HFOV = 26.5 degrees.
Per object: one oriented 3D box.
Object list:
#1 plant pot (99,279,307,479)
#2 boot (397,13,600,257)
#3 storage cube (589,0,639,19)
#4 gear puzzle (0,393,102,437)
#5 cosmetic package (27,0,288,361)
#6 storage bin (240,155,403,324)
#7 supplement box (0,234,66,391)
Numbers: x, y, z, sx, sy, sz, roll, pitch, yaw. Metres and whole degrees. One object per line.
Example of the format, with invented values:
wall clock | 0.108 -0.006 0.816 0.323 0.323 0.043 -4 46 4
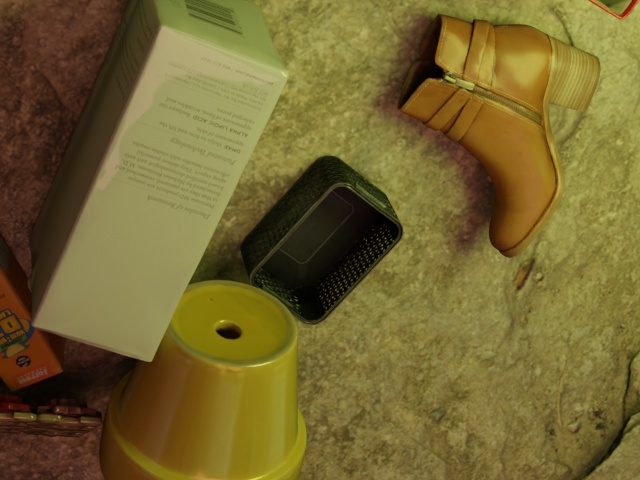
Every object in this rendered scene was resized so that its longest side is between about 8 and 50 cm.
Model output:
plant pot | -0.130 0.189 1.655 0.254 0.254 0.239 4 126 -14
boot | 0.197 -0.127 1.654 0.220 0.109 0.283 12 113 -20
storage cube | 0.280 -0.388 1.484 0.215 0.193 0.183 26 110 -23
gear puzzle | -0.448 0.205 1.689 0.339 0.175 0.044 7 75 -18
cosmetic package | -0.195 -0.085 1.535 0.156 0.217 0.385 17 115 -20
storage bin | 0.000 0.000 1.697 0.122 0.084 0.180 36 105 -26
supplement box | -0.394 0.070 1.652 0.078 0.080 0.233 -24 123 4
